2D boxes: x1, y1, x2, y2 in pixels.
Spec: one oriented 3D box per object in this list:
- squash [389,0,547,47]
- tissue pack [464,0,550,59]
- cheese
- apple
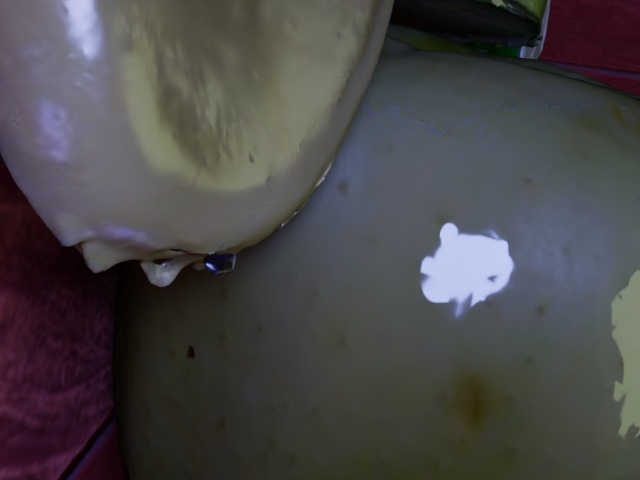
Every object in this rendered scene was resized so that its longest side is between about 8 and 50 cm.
[{"bbox_3d":[0.070,-0.345,0.838,0.263,0.263,0.385,15,87,-75],"label":"squash"},{"bbox_3d":[0.107,-0.193,1.163,0.148,0.208,0.156,-56,153,-57],"label":"tissue pack"},{"bbox_3d":[-0.067,-0.136,0.558,0.259,0.128,0.316,16,78,-34],"label":"cheese"},{"bbox_3d":[0.073,0.072,0.807,0.473,0.473,0.474,11,90,-75],"label":"apple"}]
